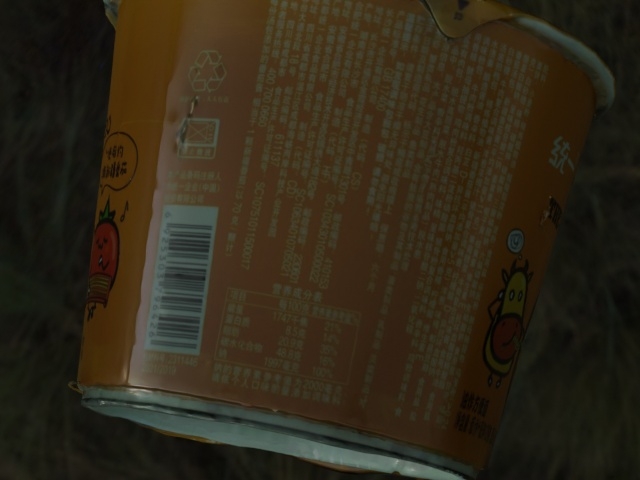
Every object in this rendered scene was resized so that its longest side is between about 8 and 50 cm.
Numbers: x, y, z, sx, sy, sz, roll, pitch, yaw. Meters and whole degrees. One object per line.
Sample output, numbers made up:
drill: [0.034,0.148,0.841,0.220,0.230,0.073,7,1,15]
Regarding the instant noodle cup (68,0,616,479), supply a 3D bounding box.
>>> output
instant noodle cup: [0.000,0.000,0.693,0.215,0.216,0.172,12,79,-2]
